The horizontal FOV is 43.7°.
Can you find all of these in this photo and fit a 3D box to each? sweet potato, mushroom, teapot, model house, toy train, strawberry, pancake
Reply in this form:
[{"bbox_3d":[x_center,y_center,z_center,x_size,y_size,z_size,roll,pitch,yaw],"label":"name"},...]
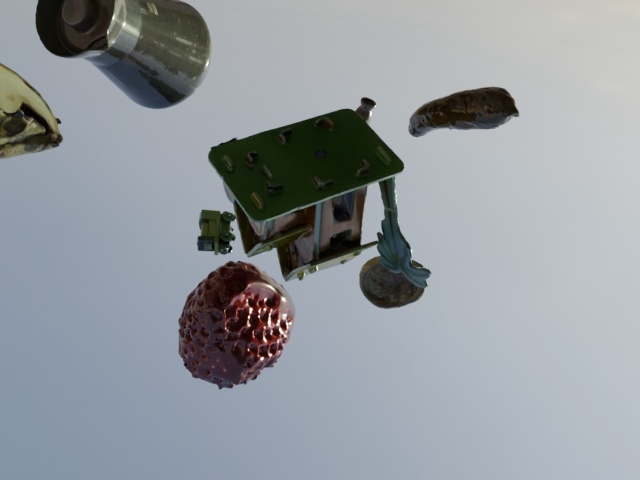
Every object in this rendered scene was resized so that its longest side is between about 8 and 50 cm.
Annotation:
[{"bbox_3d":[0.238,-0.226,1.416,0.075,0.075,0.273,-18,-170,-32],"label":"sweet potato"},{"bbox_3d":[-0.723,-0.266,1.797,0.292,0.212,0.217,38,-178,37],"label":"mushroom"},{"bbox_3d":[-0.418,-0.453,1.702,0.300,0.253,0.344,55,-165,19],"label":"teapot"},{"bbox_3d":[0.000,0.000,1.456,0.300,0.323,0.340,-21,-128,-21],"label":"model house"},{"bbox_3d":[-0.220,-0.019,1.698,0.081,0.050,0.122,6,-137,-8],"label":"toy train"},{"bbox_3d":[-0.223,0.180,1.967,0.318,0.345,0.295,-32,-125,-14],"label":"strawberry"},{"bbox_3d":[0.157,0.088,1.720,0.152,0.151,0.025,5,-149,1],"label":"pancake"}]

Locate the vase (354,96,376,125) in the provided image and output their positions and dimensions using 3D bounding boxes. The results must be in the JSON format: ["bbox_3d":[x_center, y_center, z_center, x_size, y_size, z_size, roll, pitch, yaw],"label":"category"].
[{"bbox_3d":[0.108,-0.321,2.078,0.053,0.100,0.053,16,-143,-12],"label":"vase"}]
